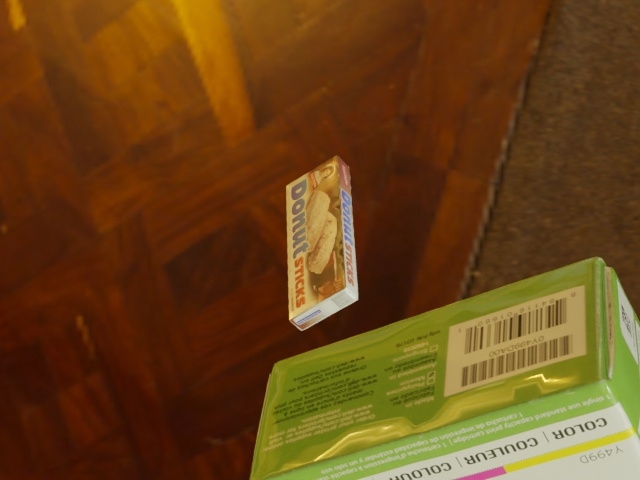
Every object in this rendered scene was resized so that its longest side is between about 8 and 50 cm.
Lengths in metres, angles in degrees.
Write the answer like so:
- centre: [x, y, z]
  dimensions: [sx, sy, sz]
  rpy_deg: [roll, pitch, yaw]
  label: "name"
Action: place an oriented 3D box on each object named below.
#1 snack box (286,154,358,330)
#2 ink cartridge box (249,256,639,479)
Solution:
- centre: [0.000, 0.000, 1.403]
  dimensions: [0.064, 0.022, 0.178]
  rpy_deg: [-31, 37, 24]
  label: "snack box"
- centre: [0.108, 0.155, 0.795]
  dimensions: [0.188, 0.097, 0.255]
  rpy_deg: [-20, 121, 22]
  label: "ink cartridge box"
